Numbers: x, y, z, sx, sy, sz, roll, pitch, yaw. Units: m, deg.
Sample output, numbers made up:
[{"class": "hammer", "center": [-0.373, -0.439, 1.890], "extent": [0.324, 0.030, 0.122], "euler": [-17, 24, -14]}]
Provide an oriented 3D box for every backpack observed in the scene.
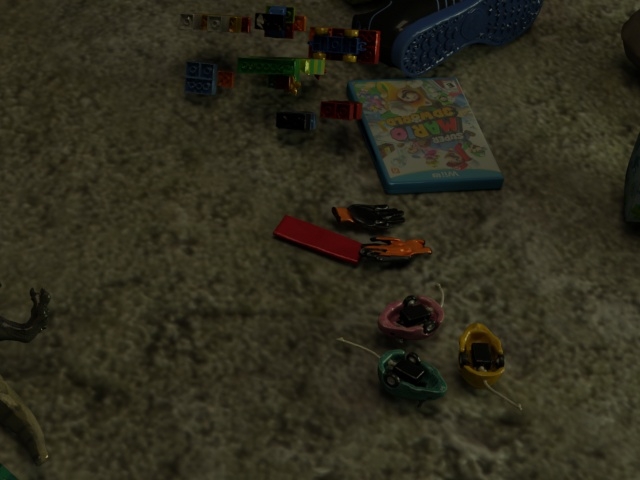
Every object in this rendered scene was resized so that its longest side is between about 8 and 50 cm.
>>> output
[{"class": "backpack", "center": [0.336, -0.065, 1.610], "extent": [0.084, 0.105, 0.114], "euler": [15, 36, 4]}]

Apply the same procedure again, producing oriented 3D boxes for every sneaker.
[{"class": "sneaker", "center": [0.137, -0.245, 1.795], "extent": [0.232, 0.081, 0.090], "euler": [-24, 45, -37]}]

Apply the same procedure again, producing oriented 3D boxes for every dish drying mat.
[{"class": "dish drying mat", "center": [0.000, 0.000, 1.543], "extent": [0.083, 0.008, 0.032], "euler": [20, 41, 13]}]

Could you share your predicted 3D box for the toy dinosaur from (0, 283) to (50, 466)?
[{"class": "toy dinosaur", "center": [-0.284, 0.076, 1.361], "extent": [0.268, 0.064, 0.118], "euler": [31, 59, 22]}]

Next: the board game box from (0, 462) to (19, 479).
[{"class": "board game box", "center": [-0.356, 0.236, 1.156], "extent": [0.318, 0.066, 0.318], "euler": [35, 47, 27]}]

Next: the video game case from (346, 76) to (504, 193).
[{"class": "video game case", "center": [0.102, -0.107, 1.680], "extent": [0.119, 0.015, 0.166], "euler": [-3, 43, -15]}]

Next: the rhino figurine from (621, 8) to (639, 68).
[{"class": "rhino figurine", "center": [0.403, -0.167, 1.766], "extent": [0.106, 0.073, 0.243], "euler": [-9, 45, -26]}]

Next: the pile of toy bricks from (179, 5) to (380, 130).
[{"class": "pile of toy bricks", "center": [-0.032, -0.174, 1.682], "extent": [0.212, 0.118, 0.105], "euler": [8, 9, 22]}]

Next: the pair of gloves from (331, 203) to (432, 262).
[{"class": "pair of gloves", "center": [0.056, -0.007, 1.554], "extent": [0.074, 0.010, 0.083], "euler": [-3, 40, -30]}]

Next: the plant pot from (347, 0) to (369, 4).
[{"class": "plant pot", "center": [0.061, -0.294, 1.848], "extent": [0.079, 0.083, 0.083], "euler": [-22, 49, -15]}]

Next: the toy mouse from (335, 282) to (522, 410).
[{"class": "toy mouse", "center": [0.081, 0.095, 1.431], "extent": [0.143, 0.031, 0.161], "euler": [0, 41, -12]}]
